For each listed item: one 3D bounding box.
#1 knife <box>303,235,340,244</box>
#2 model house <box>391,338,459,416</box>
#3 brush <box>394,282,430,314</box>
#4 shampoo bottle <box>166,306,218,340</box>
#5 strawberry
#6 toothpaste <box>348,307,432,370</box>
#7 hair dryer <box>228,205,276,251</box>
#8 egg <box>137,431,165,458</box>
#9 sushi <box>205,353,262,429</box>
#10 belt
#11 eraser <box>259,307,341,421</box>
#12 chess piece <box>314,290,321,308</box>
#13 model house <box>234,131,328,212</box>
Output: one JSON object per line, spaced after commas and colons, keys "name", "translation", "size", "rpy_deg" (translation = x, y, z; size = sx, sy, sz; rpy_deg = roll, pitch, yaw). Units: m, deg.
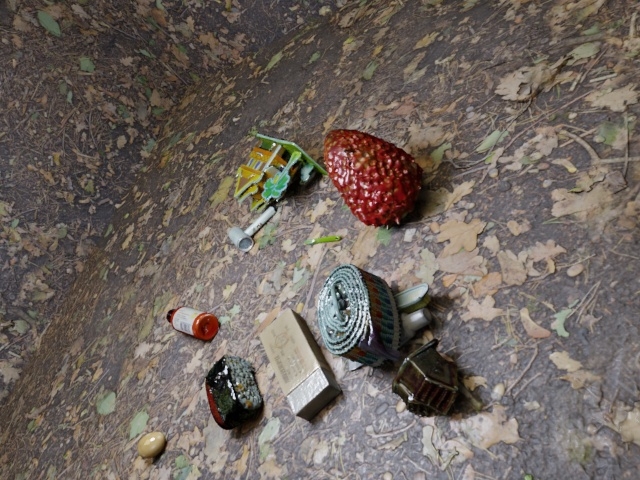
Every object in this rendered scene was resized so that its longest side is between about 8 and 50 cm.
{"name": "knife", "translation": [0.000, 0.000, 1.765], "size": [0.184, 0.022, 0.026], "rpy_deg": [-8, 27, 40]}
{"name": "model house", "translation": [0.262, 0.352, 1.164], "size": [0.152, 0.106, 0.165], "rpy_deg": [46, 129, 41]}
{"name": "brush", "translation": [0.204, 0.197, 1.381], "size": [0.296, 0.060, 0.068], "rpy_deg": [-28, 24, 42]}
{"name": "shampoo bottle", "translation": [-0.521, 0.320, 1.912], "size": [0.278, 0.104, 0.104], "rpy_deg": [4, 60, 45]}
{"name": "strawberry", "translation": [0.156, -0.209, 1.544], "size": [0.292, 0.343, 0.292], "rpy_deg": [-45, 23, 26]}
{"name": "toothpaste", "translation": [0.182, 0.262, 1.341], "size": [0.282, 0.068, 0.099], "rpy_deg": [-32, 12, 28]}
{"name": "hair dryer", "translation": [-0.283, -0.068, 2.058], "size": [0.236, 0.073, 0.131], "rpy_deg": [-46, 37, -3]}
{"name": "egg", "translation": [-0.577, 0.700, 1.657], "size": [0.096, 0.080, 0.080], "rpy_deg": [-29, 41, 9]}
{"name": "sushi", "translation": [-0.277, 0.473, 1.525], "size": [0.126, 0.136, 0.225], "rpy_deg": [-43, 42, 20]}
{"name": "belt", "translation": [0.091, 0.204, 1.314], "size": [0.207, 0.160, 0.295], "rpy_deg": [-43, 37, 32]}
{"name": "eraser", "translation": [-0.069, 0.365, 1.467], "size": [0.144, 0.078, 0.343], "rpy_deg": [-43, 39, 6]}
{"name": "chess piece", "translation": [0.021, 0.196, 1.562], "size": [0.083, 0.038, 0.084], "rpy_deg": [-23, 46, 26]}
{"name": "model house", "translation": [-0.184, -0.242, 2.007], "size": [0.357, 0.242, 0.313], "rpy_deg": [27, 85, 49]}
